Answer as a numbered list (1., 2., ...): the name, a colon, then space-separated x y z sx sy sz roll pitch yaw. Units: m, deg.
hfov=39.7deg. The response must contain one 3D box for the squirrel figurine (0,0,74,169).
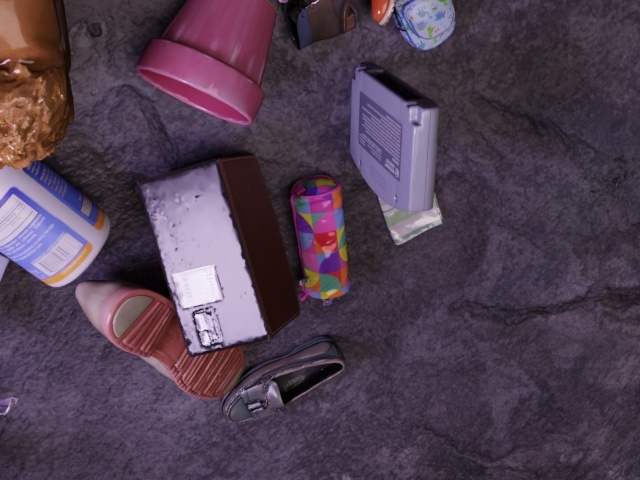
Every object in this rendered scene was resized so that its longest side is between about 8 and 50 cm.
1. squirrel figurine: -0.524 -0.242 1.154 0.370 0.281 0.397 -9 77 -11

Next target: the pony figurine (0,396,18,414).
1. pony figurine: -0.715 0.305 1.412 0.351 0.303 0.363 -6 125 16

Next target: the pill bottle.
1. pill bottle: -0.476 -0.060 1.380 0.152 0.152 0.272 -46 121 2

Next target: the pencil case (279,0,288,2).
1. pencil case: -0.061 -0.517 1.354 0.124 0.124 0.284 10 107 -26

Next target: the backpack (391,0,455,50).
1. backpack: 0.182 -0.392 1.540 0.105 0.084 0.114 -33 125 -2

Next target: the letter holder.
1. letter holder: -0.162 0.016 1.518 0.152 0.214 0.302 -15 94 16

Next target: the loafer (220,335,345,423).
1. loafer: -0.073 0.283 1.749 0.267 0.084 0.096 -32 122 -6

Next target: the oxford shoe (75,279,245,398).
1. oxford shoe: -0.276 0.166 1.596 0.140 0.146 0.397 -56 140 -13

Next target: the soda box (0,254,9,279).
1. soda box: -0.571 0.110 1.391 0.069 0.216 0.074 -22 135 40

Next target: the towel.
1. towel: 0.173 -0.074 1.721 0.113 0.023 0.152 -28 121 -10

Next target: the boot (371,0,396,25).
1. boot: 0.085 -0.440 1.480 0.085 0.059 0.158 1 89 -19

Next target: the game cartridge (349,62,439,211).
1. game cartridge: 0.120 -0.169 1.493 0.062 0.297 0.198 -11 118 -14

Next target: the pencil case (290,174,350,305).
1. pencil case: 0.000 0.000 1.641 0.104 0.104 0.236 -13 117 -17

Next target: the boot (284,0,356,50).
1. boot: -0.009 -0.389 1.422 0.106 0.082 0.219 -31 153 -4

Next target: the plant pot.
1. plant pot: -0.162 -0.303 1.386 0.201 0.201 0.180 26 85 -30
